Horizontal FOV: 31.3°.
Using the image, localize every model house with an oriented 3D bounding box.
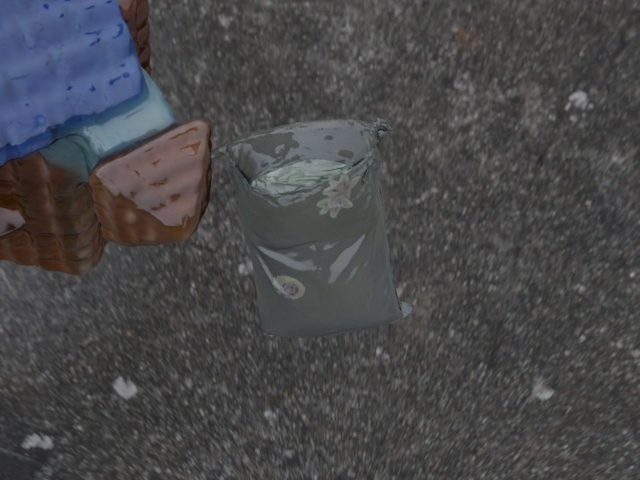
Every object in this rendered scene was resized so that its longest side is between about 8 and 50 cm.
[{"bbox_3d":[-0.212,-0.081,0.699,0.251,0.295,0.329,-27,69,-22],"label":"model house"}]

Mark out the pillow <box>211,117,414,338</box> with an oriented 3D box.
[{"bbox_3d":[0.000,0.000,1.061,0.169,0.255,0.059,-9,39,3],"label":"pillow"}]
